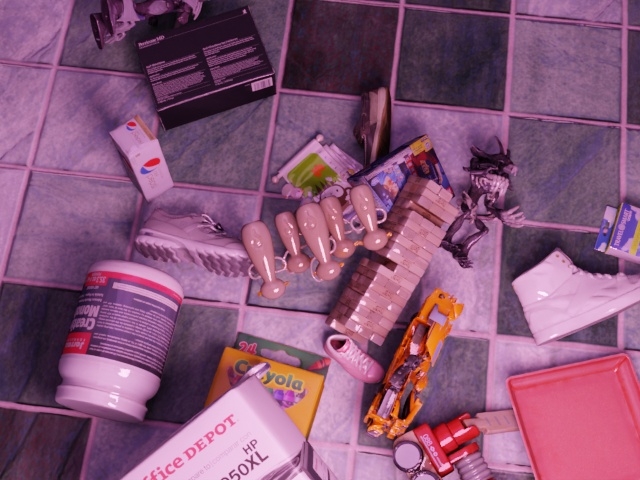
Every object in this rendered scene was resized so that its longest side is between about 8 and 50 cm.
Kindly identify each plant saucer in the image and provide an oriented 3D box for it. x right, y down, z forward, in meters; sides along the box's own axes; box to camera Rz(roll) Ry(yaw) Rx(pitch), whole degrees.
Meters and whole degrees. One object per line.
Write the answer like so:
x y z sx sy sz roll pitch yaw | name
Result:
0.493 0.360 1.782 0.259 0.048 0.259 -10 69 -11 | plant saucer

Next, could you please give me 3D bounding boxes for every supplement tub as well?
-0.378 0.189 1.798 0.191 0.191 0.272 11 69 5 | supplement tub

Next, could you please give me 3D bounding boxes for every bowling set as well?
0.000 0.000 1.881 0.286 0.200 0.154 -18 91 7 | bowling set

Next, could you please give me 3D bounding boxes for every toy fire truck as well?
0.282 0.410 1.743 0.246 0.158 0.217 -31 71 0 | toy fire truck

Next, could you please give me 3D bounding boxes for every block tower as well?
0.141 0.043 1.841 0.091 0.097 0.336 31 88 -22 | block tower

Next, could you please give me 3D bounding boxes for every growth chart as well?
0.031 -0.115 2.001 0.237 0.021 0.172 34 74 13 | growth chart

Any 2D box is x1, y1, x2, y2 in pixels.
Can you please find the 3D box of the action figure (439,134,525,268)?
0.336 -0.080 1.912 0.141 0.164 0.276 16 71 47 | action figure

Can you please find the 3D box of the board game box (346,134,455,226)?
0.175 -0.085 1.936 0.194 0.060 0.194 -34 105 -31 | board game box

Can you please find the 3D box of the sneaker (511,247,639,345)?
0.525 0.076 1.873 0.292 0.108 0.169 -21 73 -6 | sneaker

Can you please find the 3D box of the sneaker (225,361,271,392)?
-0.135 0.281 1.754 0.058 0.052 0.135 44 83 6 | sneaker

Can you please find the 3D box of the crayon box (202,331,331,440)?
-0.118 0.335 1.797 0.202 0.081 0.319 15 69 7 | crayon box

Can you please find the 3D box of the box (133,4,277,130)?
-0.246 -0.372 2.060 0.261 0.103 0.184 -19 72 -6 | box

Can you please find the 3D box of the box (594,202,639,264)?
0.658 -0.004 1.937 0.178 0.042 0.109 20 70 7 | box

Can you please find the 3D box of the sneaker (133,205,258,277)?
-0.227 -0.008 1.919 0.281 0.105 0.115 13 63 2 | sneaker

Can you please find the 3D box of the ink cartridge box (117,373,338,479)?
-0.117 0.471 1.619 0.285 0.166 0.395 -39 86 6 | ink cartridge box

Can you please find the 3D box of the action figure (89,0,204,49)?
-0.355 -0.503 2.071 0.285 0.185 0.099 -27 107 -33 | action figure

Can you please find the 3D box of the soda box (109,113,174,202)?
-0.356 -0.161 1.918 0.069 0.216 0.074 -36 73 -12 | soda box

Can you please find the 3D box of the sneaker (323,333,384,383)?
0.064 0.226 1.842 0.134 0.070 0.051 33 72 11 | sneaker

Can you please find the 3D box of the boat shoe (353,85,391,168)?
0.106 -0.227 2.014 0.073 0.080 0.224 -2 60 18 | boat shoe

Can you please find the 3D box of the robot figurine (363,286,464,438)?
0.168 0.239 1.770 0.085 0.211 0.291 25 64 7 | robot figurine
